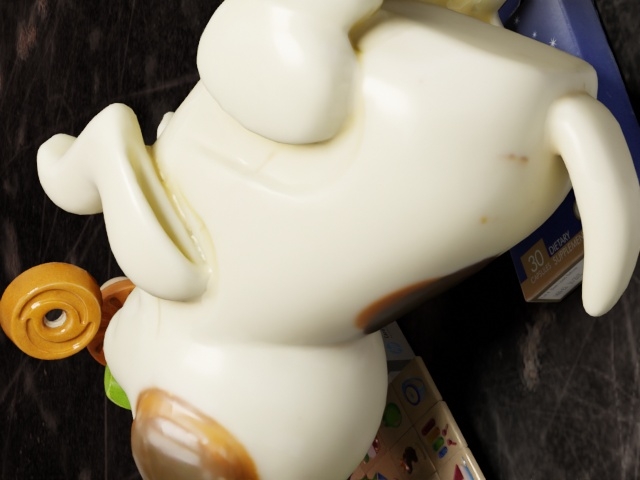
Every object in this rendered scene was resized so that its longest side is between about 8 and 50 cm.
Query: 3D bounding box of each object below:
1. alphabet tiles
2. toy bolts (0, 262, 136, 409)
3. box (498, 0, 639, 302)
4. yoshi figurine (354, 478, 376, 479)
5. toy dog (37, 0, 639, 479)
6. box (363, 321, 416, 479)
[{"bbox_3d":[0.080,0.238,1.251,0.198,0.009,0.237,-52,57,44],"label":"alphabet tiles"},{"bbox_3d":[-0.207,0.020,1.649,0.228,0.218,0.158,-58,32,16],"label":"toy bolts"},{"bbox_3d":[0.158,-0.087,1.139,0.136,0.036,0.225,-49,47,49],"label":"box"},{"bbox_3d":[-0.009,0.358,1.232,0.203,0.203,0.362,10,102,59],"label":"yoshi figurine"},{"bbox_3d":[0.000,0.000,1.127,0.395,0.284,0.408,33,115,13],"label":"toy dog"},{"bbox_3d":[0.028,0.126,1.364,0.186,0.038,0.145,62,140,42],"label":"box"}]
